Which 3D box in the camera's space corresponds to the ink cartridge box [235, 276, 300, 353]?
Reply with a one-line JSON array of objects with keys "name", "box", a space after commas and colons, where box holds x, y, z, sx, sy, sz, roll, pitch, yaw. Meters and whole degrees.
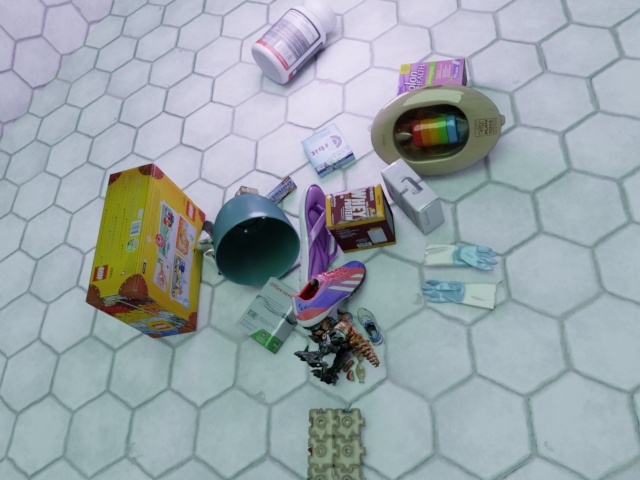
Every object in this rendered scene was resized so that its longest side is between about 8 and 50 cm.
[{"name": "ink cartridge box", "box": [-0.157, 0.248, 1.800, 0.153, 0.087, 0.208, 30, 77, 31]}]

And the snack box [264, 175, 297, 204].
[{"name": "snack box", "box": [-0.171, -0.168, 2.047, 0.178, 0.064, 0.022, -42, 55, -5]}]

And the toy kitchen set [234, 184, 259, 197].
[{"name": "toy kitchen set", "box": [-0.292, -0.158, 2.109, 0.083, 0.075, 0.068, -50, 42, 39]}]

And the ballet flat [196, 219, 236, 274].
[{"name": "ballet flat", "box": [-0.400, 0.025, 1.998, 0.096, 0.095, 0.280, -15, 48, -33]}]

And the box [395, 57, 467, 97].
[{"name": "box", "box": [0.415, -0.552, 2.007, 0.243, 0.117, 0.213, 2, 63, 22]}]

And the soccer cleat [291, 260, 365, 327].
[{"name": "soccer cleat", "box": [0.032, 0.142, 1.715, 0.108, 0.116, 0.318, 11, 41, 45]}]

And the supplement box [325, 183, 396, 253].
[{"name": "supplement box", "box": [0.136, -0.070, 1.800, 0.191, 0.194, 0.129, -11, 59, 15]}]

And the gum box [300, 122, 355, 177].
[{"name": "gum box", "box": [0.027, -0.353, 2.088, 0.157, 0.041, 0.184, -29, 56, 3]}]

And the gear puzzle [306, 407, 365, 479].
[{"name": "gear puzzle", "box": [0.047, 0.654, 1.532, 0.175, 0.044, 0.339, -6, 63, 16]}]

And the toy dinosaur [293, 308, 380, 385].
[{"name": "toy dinosaur", "box": [0.043, 0.309, 1.638, 0.218, 0.164, 0.322, -50, 19, -20]}]

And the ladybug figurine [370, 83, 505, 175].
[{"name": "ladybug figurine", "box": [0.401, -0.384, 1.852, 0.449, 0.305, 0.162, -1, 19, 19]}]

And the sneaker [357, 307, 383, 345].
[{"name": "sneaker", "box": [0.154, 0.262, 1.692, 0.052, 0.058, 0.135, -32, 56, 1]}]

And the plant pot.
[{"name": "plant pot", "box": [-0.241, -0.028, 1.877, 0.293, 0.293, 0.235, -30, 41, 3]}]

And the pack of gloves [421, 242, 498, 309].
[{"name": "pack of gloves", "box": [0.439, 0.111, 1.690, 0.232, 0.046, 0.195, 4, 76, 26]}]

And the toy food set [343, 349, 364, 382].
[{"name": "toy food set", "box": [0.100, 0.384, 1.668, 0.078, 0.019, 0.122, -7, 60, 17]}]

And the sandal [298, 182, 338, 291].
[{"name": "sandal", "box": [0.009, 0.003, 1.827, 0.102, 0.169, 0.416, -10, 71, 32]}]

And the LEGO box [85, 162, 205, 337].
[{"name": "LEGO box", "box": [-0.594, 0.041, 1.908, 0.193, 0.372, 0.500, -11, 59, 15]}]

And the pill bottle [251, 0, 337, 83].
[{"name": "pill bottle", "box": [-0.108, -0.875, 2.327, 0.210, 0.210, 0.363, 37, 79, 32]}]

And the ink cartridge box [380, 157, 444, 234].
[{"name": "ink cartridge box", "box": [0.309, -0.146, 1.798, 0.092, 0.158, 0.218, -34, 57, 0]}]
